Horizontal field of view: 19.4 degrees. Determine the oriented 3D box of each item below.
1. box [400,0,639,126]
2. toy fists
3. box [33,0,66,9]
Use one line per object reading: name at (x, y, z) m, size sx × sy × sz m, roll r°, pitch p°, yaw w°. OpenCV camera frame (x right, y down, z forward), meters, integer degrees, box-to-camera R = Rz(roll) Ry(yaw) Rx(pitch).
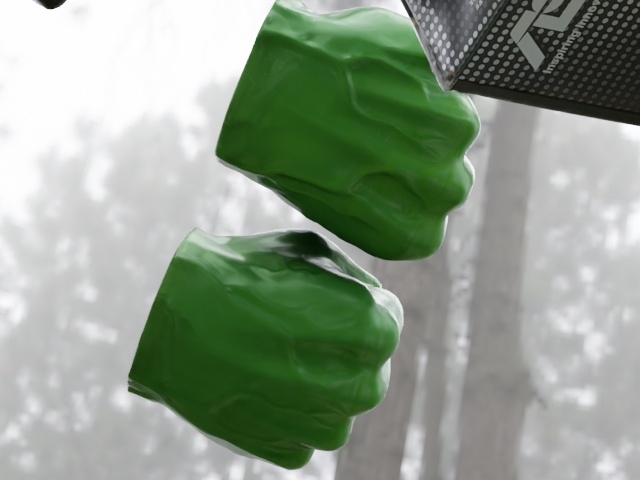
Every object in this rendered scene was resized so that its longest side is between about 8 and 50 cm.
box at (0.177, -0.142, 0.549) m, size 0.216 × 0.060 × 0.270 m, roll 7°, pitch -47°, yaw -33°
toy fists at (0.000, 0.000, 1.086) m, size 0.142 × 0.096 × 0.279 m, roll 24°, pitch -77°, yaw 7°
box at (-0.138, -0.241, 0.641) m, size 0.143 × 0.165 × 0.270 m, roll 32°, pitch -18°, yaw 50°
